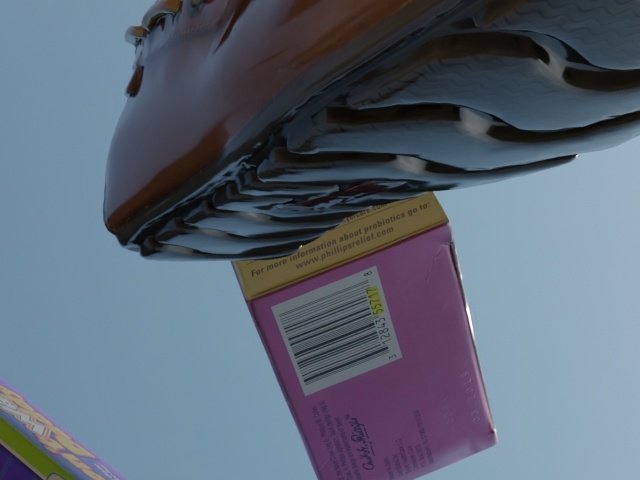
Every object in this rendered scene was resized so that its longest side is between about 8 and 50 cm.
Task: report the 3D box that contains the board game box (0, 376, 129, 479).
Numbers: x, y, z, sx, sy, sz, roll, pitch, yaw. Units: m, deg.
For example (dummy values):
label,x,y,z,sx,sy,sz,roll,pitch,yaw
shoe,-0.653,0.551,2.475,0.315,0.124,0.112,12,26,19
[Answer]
label,x,y,z,sx,sy,sz,roll,pitch,yaw
board game box,-0.213,0.207,0.797,0.347,0.078,0.233,31,-91,30

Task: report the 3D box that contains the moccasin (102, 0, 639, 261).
label,x,y,z,sx,sy,sz,roll,pitch,yaw
moccasin,0.020,-0.086,0.492,0.139,0.380,0.147,-1,-98,-20

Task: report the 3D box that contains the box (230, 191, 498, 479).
label,x,y,z,sx,sy,sz,roll,pitch,yaw
box,0.000,0.000,0.886,0.117,0.213,0.243,-21,-133,-3
